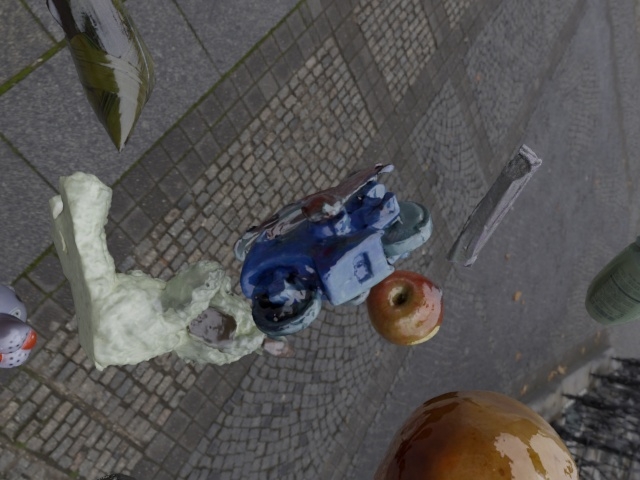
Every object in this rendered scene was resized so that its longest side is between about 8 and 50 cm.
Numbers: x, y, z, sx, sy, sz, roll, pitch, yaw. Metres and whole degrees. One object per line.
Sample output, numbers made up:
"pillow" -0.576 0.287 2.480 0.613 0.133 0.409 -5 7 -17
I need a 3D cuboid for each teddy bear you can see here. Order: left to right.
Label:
"teddy bear" -0.249 0.069 0.941 0.362 0.327 0.375 -10 85 -36

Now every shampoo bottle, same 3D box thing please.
"shampoo bottle" 0.379 0.053 0.641 0.049 0.072 0.212 -32 157 -6

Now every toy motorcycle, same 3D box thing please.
"toy motorcycle" 0.009 0.020 0.819 0.319 0.241 0.182 -32 99 -19

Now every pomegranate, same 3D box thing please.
"pomegranate" 0.149 0.246 0.507 0.209 0.209 0.209 -9 103 -47

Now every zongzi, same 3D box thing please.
"zongzi" -0.411 -0.339 0.984 0.286 0.139 0.300 72 5 -45

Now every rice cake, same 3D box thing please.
"rice cake" 0.308 -0.051 0.952 0.049 0.055 0.269 -23 145 -49

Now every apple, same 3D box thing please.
"apple" 0.197 0.162 1.226 0.199 0.199 0.199 -9 103 -47

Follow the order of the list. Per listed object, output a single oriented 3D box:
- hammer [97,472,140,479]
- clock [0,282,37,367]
"hammer" -0.422 0.548 1.019 0.125 0.027 0.297 -1 126 -31
"clock" -0.538 0.150 0.764 0.254 0.189 0.188 -49 131 -53
